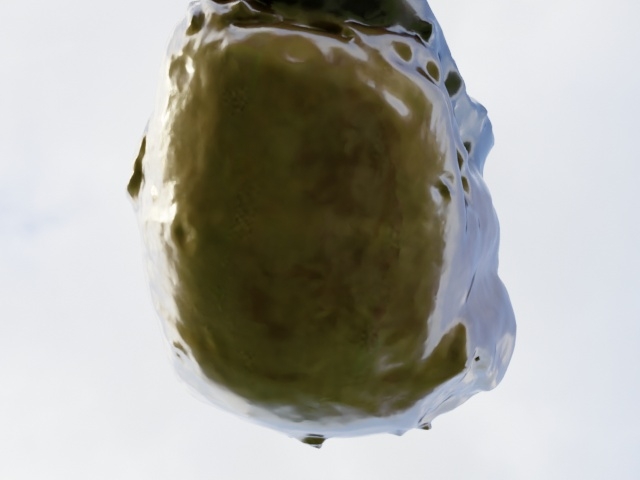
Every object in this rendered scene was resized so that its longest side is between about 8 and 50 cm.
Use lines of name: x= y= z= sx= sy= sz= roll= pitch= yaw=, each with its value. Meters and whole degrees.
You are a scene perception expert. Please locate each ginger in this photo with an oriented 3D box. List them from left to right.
ginger: x=-0.004 y=0.000 z=1.029 sx=0.200 sy=0.269 sz=0.223 roll=-5 pitch=-110 yaw=18
